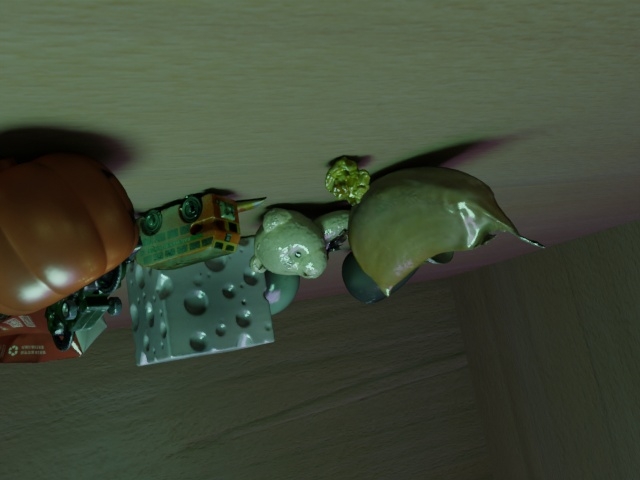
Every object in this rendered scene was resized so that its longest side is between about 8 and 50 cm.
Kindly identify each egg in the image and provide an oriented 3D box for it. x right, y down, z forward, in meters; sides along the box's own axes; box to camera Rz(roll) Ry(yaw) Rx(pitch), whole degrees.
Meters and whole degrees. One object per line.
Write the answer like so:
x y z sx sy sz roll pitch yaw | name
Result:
-0.141 0.106 1.406 0.168 0.167 0.231 -5 163 -28 | egg

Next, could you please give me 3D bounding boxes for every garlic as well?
0.185 -0.036 0.909 0.151 0.196 0.339 -23 178 -42 | garlic

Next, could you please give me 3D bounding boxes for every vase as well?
0.221 0.059 1.581 0.173 0.173 0.321 -2 161 -39 | vase

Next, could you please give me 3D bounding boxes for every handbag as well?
-0.696 0.204 1.331 0.298 0.151 0.171 -10 -164 4 | handbag

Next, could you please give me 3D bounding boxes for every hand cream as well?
-0.141 -0.056 0.937 0.102 0.022 0.035 -12 166 -21 | hand cream

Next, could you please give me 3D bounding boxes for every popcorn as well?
0.037 -0.090 0.829 0.059 0.068 0.083 -50 143 -8 | popcorn

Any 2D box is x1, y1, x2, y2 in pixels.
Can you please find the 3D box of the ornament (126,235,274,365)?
-0.275 0.136 1.238 0.240 0.238 0.240 -2 167 -35 | ornament

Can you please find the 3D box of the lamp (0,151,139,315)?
-0.300 -0.017 0.597 0.188 0.163 0.187 -28 -171 5 | lamp

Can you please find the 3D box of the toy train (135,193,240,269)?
-0.216 -0.010 0.885 0.188 0.099 0.072 -16 169 25 | toy train

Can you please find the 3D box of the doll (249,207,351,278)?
0.003 -0.001 1.099 0.278 0.149 0.175 -19 144 -38 | doll

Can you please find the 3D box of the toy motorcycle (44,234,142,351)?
-0.389 0.047 0.895 0.125 0.187 0.275 3 145 -48 | toy motorcycle
